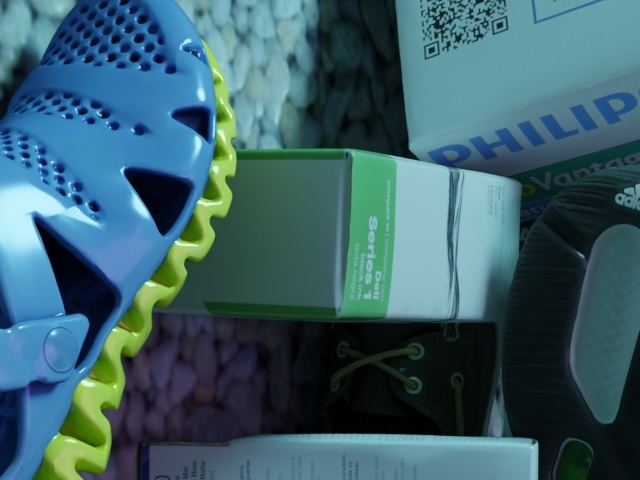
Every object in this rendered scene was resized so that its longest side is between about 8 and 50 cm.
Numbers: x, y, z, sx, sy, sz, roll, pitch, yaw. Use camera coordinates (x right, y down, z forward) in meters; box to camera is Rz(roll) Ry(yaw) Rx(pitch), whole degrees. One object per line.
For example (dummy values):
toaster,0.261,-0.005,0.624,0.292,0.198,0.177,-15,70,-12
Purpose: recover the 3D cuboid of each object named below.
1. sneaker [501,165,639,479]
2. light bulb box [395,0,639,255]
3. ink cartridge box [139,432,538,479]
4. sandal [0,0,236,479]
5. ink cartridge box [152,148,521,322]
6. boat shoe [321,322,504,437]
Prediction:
sneaker,0.185,0.178,1.206,0.257,0.169,0.447,3,108,-62
light bulb box,0.243,-0.213,1.264,0.225,0.358,0.361,40,40,-52
ink cartridge box,0.011,0.220,1.084,0.045,0.224,0.223,18,73,-84
sandal,-0.137,-0.001,0.911,0.138,0.126,0.317,48,47,-43
ink cartridge box,0.000,0.000,1.102,0.219,0.160,0.092,6,85,-59
boat shoe,0.053,0.105,1.243,0.091,0.109,0.305,-17,108,-64
